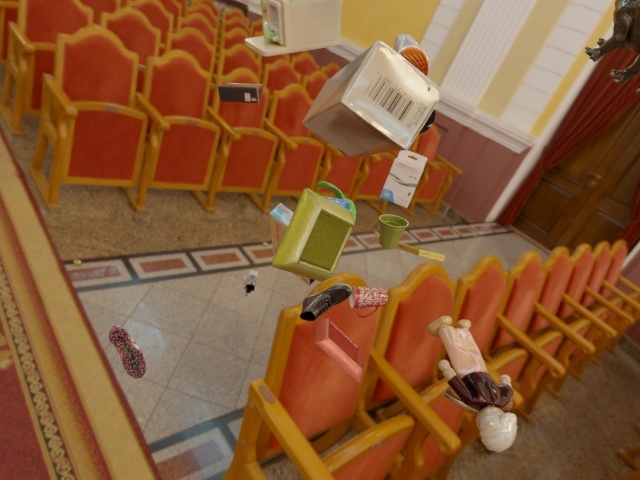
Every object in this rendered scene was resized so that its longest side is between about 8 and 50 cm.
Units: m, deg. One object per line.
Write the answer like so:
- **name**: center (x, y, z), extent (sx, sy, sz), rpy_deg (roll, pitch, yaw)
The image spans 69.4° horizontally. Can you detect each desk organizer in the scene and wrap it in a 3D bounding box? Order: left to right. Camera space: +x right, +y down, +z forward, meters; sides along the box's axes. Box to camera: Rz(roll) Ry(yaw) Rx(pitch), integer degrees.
- **desk organizer**: center (-0.236, -0.444, 1.387), extent (0.130, 0.047, 0.050), rpy_deg (8, 33, 17)

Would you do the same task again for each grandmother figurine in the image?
- **grandmother figurine**: center (0.380, 0.343, 1.128), extent (0.208, 0.104, 0.342), rpy_deg (6, 37, -11)

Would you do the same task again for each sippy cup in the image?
- **sippy cup**: center (0.008, -0.109, 2.146), extent (0.224, 0.240, 0.305), rpy_deg (14, 33, -29)

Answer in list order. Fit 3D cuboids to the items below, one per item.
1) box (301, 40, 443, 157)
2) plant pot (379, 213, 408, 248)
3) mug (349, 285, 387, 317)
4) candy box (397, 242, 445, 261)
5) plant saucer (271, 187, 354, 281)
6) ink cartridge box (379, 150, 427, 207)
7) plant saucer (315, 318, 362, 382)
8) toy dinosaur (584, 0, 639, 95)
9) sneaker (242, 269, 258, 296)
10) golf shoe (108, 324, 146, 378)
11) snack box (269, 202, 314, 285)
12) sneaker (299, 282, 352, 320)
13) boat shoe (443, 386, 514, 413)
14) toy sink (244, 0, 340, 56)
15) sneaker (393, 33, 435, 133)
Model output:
- **box**: center (0.080, -0.251, 0.887), extent (0.148, 0.121, 0.311), rpy_deg (32, -1, -15)
- **plant pot**: center (0.198, -0.021, 1.302), extent (0.083, 0.079, 0.083), rpy_deg (9, 25, -4)
- **mug**: center (0.237, 0.297, 2.294), extent (0.169, 0.150, 0.113), rpy_deg (1, 11, -10)
- **candy box**: center (0.360, 0.039, 1.706), extent (0.105, 0.027, 0.206), rpy_deg (10, 5, -16)
- **plant saucer**: center (0.000, 0.000, 1.053), extent (0.045, 0.188, 0.188), rpy_deg (25, 1, 40)
- **ink cartridge box**: center (0.286, -0.216, 1.589), extent (0.104, 0.180, 0.060), rpy_deg (23, 16, 10)
- **plant saucer**: center (0.090, 0.455, 1.995), extent (0.258, 0.048, 0.259), rpy_deg (44, 11, -7)
- **toy dinosaur**: center (0.569, -0.343, 0.778), extent (0.121, 0.160, 0.313), rpy_deg (-18, 71, -33)
- **sneaker**: center (-0.211, 0.135, 1.351), extent (0.038, 0.098, 0.069), rpy_deg (13, 58, -10)
- **golf shoe**: center (-0.614, 0.354, 1.487), extent (0.068, 0.186, 0.086), rpy_deg (-26, 8, -18)
- **snack box**: center (-0.087, 0.024, 1.623), extent (0.187, 0.322, 0.060), rpy_deg (38, 66, 17)
- **sneaker**: center (0.024, 0.252, 1.830), extent (0.083, 0.222, 0.118), rpy_deg (57, 23, -19)
- **boat shoe**: center (0.557, 0.536, 1.620), extent (0.307, 0.104, 0.111), rpy_deg (22, 2, -31)
- **toy sink**: center (-0.082, -0.604, 1.266), extent (0.234, 0.131, 0.153), rpy_deg (-18, 40, -22)
- **sneaker**: center (0.224, -0.378, 1.130), extent (0.099, 0.262, 0.121), rpy_deg (-6, 52, 7)
